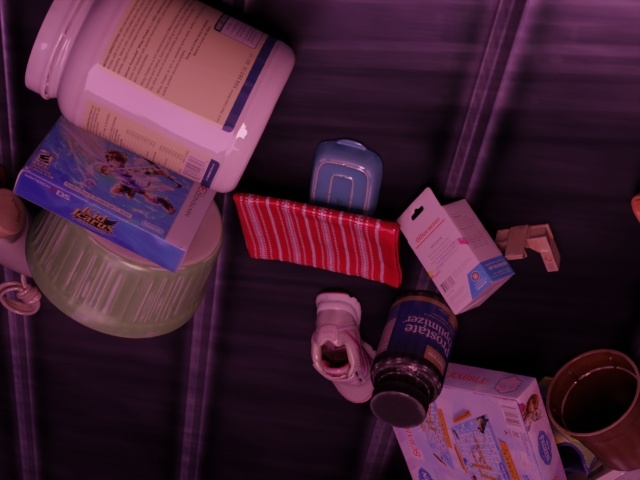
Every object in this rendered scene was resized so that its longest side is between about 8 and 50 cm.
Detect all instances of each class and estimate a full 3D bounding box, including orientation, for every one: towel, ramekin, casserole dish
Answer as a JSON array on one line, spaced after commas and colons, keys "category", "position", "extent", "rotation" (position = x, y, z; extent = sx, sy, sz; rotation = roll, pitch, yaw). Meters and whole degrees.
[{"category": "towel", "position": [0.425, 0.269, 2.080], "extent": [0.083, 0.009, 0.060], "rotation": [21, 137, -1]}, {"category": "ramekin", "position": [-0.302, -0.008, 1.875], "extent": [0.303, 0.303, 0.148], "rotation": [27, 129, -7]}, {"category": "towel", "position": [0.000, 0.000, 1.916], "extent": [0.275, 0.031, 0.199], "rotation": [11, 153, 10]}, {"category": "casserole dish", "position": [0.035, -0.079, 1.862], "extent": [0.114, 0.037, 0.188], "rotation": [15, 137, 6]}]

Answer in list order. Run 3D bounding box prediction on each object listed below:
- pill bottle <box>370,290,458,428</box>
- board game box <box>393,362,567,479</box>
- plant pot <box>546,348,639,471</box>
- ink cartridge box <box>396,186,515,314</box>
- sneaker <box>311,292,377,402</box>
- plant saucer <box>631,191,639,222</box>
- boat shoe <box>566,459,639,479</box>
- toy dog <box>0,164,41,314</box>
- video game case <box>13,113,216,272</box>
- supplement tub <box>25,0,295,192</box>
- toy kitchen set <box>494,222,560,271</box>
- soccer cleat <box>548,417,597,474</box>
[{"category": "pill bottle", "position": [0.152, 0.199, 1.959], "extent": [0.123, 0.219, 0.122], "rotation": [11, 135, 11]}, {"category": "board game box", "position": [0.271, 0.360, 2.073], "extent": [0.318, 0.066, 0.318], "rotation": [6, 126, 43]}, {"category": "plant pot", "position": [0.492, 0.298, 1.985], "extent": [0.167, 0.167, 0.165], "rotation": [-16, 133, 32]}, {"category": "ink cartridge box", "position": [0.208, 0.010, 1.831], "extent": [0.181, 0.062, 0.104], "rotation": [58, 137, 17]}, {"category": "sneaker", "position": [0.035, 0.213, 2.095], "extent": [0.103, 0.111, 0.252], "rotation": [-2, 132, 22]}, {"category": "plant saucer", "position": [0.532, -0.005, 1.678], "extent": [0.200, 0.037, 0.200], "rotation": [44, 176, 4]}, {"category": "boat shoe", "position": [0.522, 0.459, 2.182], "extent": [0.081, 0.079, 0.227], "rotation": [36, 131, -10]}, {"category": "toy dog", "position": [-0.512, -0.011, 2.082], "extent": [0.220, 0.161, 0.333], "rotation": [-1, 147, 18]}, {"category": "video game case", "position": [-0.295, -0.103, 1.807], "extent": [0.270, 0.244, 0.061], "rotation": [27, 130, -7]}, {"category": "supplement tub", "position": [-0.223, -0.233, 1.659], "extent": [0.325, 0.235, 0.235], "rotation": [26, 136, -5]}, {"category": "toy kitchen set", "position": [0.321, 0.026, 1.836], "extent": [0.083, 0.068, 0.075], "rotation": [-8, 130, 27]}, {"category": "soccer cleat", "position": [0.358, 0.373, 2.126], "extent": [0.289, 0.121, 0.093], "rotation": [-2, 132, 23]}]
